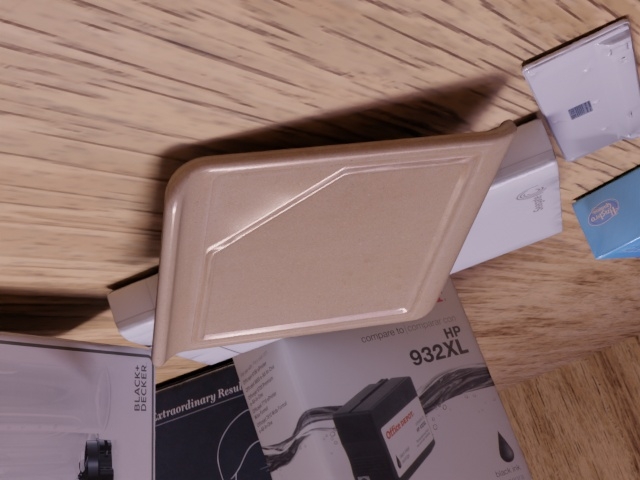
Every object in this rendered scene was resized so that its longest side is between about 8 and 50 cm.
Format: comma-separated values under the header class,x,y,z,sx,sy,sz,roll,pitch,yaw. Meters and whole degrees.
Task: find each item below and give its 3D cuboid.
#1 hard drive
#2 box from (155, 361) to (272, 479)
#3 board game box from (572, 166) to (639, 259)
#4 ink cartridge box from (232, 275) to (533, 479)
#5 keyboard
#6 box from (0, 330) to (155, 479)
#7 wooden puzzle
class,x,y,z,sx,sy,sz,roll,pitch,yaw
hard drive,0.028,0.015,0.929,0.353,0.047,0.233,-22,164,8
box,-0.016,0.332,1.298,0.293,0.396,0.212,-20,166,3
board game box,0.440,-0.060,1.140,0.242,0.064,0.316,-32,161,36
ink cartridge box,0.068,0.200,1.119,0.223,0.308,0.129,-11,160,-29
keyboard,0.200,-0.102,0.811,0.072,0.014,0.256,-19,165,15
box,-0.240,0.149,0.773,0.087,0.169,0.290,-8,168,29
wooden puzzle,0.000,0.000,0.763,0.238,0.044,0.221,-11,148,-19
